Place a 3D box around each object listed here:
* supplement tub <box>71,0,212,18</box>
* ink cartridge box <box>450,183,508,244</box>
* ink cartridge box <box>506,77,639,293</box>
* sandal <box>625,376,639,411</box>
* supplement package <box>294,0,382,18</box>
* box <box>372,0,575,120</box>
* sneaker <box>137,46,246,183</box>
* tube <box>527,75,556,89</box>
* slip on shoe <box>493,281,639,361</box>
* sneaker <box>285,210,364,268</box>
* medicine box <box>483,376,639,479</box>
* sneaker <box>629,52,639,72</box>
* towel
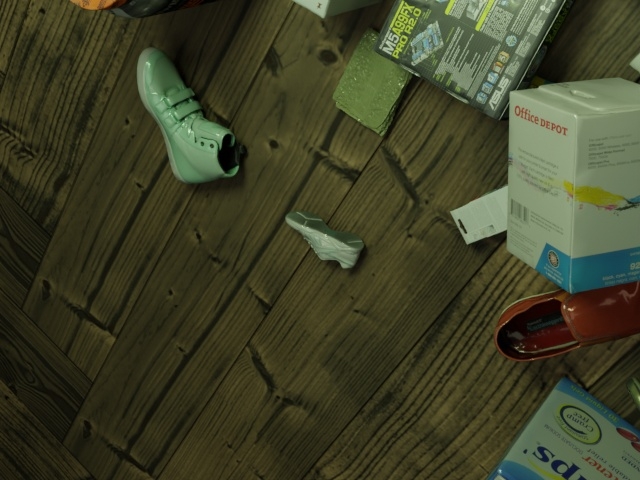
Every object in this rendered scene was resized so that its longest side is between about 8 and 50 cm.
[{"bbox_3d":[-0.231,-0.447,1.380,0.207,0.338,0.207,14,117,29],"label":"supplement tub"},{"bbox_3d":[0.262,-0.042,1.422,0.115,0.029,0.063,-24,96,39],"label":"ink cartridge box"},{"bbox_3d":[0.358,-0.079,1.216,0.171,0.168,0.233,-131,35,-64],"label":"ink cartridge box"},{"bbox_3d":[0.569,0.288,1.324,0.302,0.120,0.086,36,97,14],"label":"sandal"},{"bbox_3d":[0.025,-0.399,1.331,0.105,0.179,0.105,35,125,16],"label":"supplement package"},{"bbox_3d":[0.224,-0.331,1.268,0.216,0.060,0.270,33,110,19],"label":"box"},{"bbox_3d":[-0.218,-0.222,1.620,0.151,0.094,0.256,1,120,39],"label":"sneaker"},{"bbox_3d":[0.263,-0.223,1.337,0.207,0.052,0.080,30,129,15],"label":"tube"},{"bbox_3d":[0.395,0.104,1.351,0.331,0.101,0.123,-25,93,37],"label":"slip on shoe"},{"bbox_3d":[0.000,0.000,1.599,0.152,0.053,0.061,30,126,20],"label":"sneaker"},{"bbox_3d":[0.383,0.385,1.357,0.263,0.289,0.149,37,126,15],"label":"medicine box"},{"bbox_3d":[0.535,-0.253,1.111,0.169,0.108,0.292,48,137,5],"label":"sneaker"},{"bbox_3d":[0.085,-0.248,1.454,0.110,0.027,0.148,37,127,17],"label":"towel"}]
